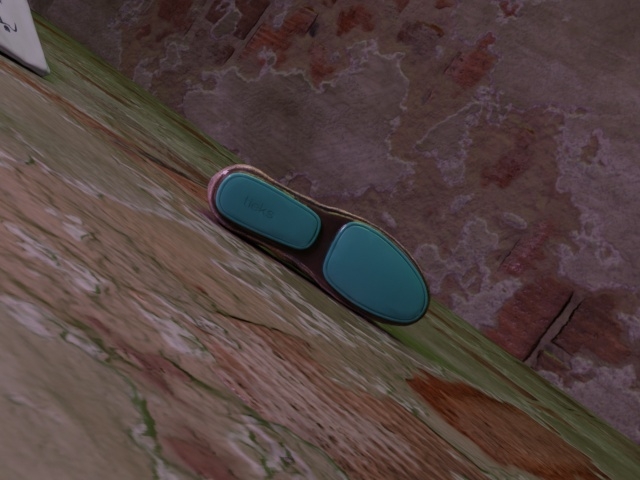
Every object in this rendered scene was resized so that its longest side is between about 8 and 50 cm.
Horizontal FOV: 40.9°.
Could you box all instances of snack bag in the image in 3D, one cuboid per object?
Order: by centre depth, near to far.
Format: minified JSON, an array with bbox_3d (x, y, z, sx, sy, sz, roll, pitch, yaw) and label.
[{"bbox_3d":[-0.535,-0.416,1.247,0.342,0.037,0.323,36,24,-56],"label":"snack bag"}]

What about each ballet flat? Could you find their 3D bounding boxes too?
[{"bbox_3d":[0.000,0.000,1.085,0.316,0.107,0.106,35,-4,-11],"label":"ballet flat"}]
